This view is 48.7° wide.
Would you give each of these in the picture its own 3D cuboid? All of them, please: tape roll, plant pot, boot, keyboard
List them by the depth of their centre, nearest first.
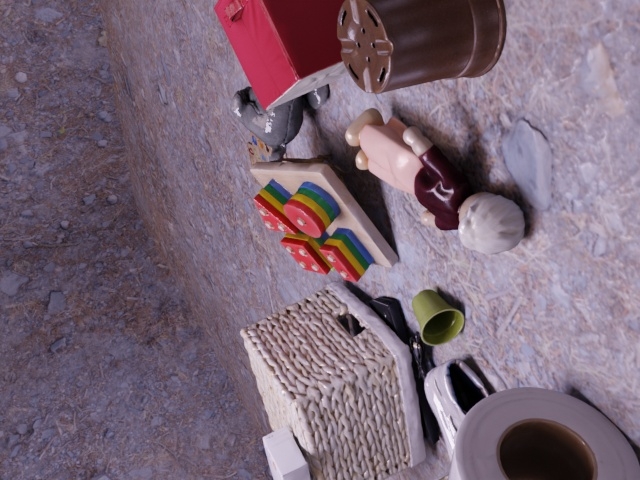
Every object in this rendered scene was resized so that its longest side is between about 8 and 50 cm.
[{"bbox_3d":[0.122,-0.272,0.920,0.167,0.165,0.167,49,152,37],"label":"plant pot"},{"bbox_3d":[0.301,0.353,0.990,0.246,0.246,0.169,47,150,41],"label":"tape roll"},{"bbox_3d":[0.268,0.335,1.244,0.258,0.095,0.123,62,164,17],"label":"boot"},{"bbox_3d":[0.199,0.129,1.250,0.079,0.083,0.083,-120,20,-49],"label":"plant pot"},{"bbox_3d":[0.189,0.270,1.458,0.317,0.033,0.201,71,164,-10],"label":"keyboard"}]

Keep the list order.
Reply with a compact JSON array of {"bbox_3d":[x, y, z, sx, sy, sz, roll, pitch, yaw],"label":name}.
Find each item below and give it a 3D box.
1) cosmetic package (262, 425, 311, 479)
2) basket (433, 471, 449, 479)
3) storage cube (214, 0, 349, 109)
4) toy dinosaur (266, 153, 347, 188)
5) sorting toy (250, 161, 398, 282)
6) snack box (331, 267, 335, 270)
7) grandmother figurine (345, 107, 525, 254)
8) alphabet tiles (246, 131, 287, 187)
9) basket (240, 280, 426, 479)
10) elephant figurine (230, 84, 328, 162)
[{"bbox_3d":[-0.060,0.490,1.439,0.099,0.060,0.239,50,156,43],"label":"cosmetic package"},{"bbox_3d":[0.279,0.553,1.406,0.167,0.113,0.103,61,155,16],"label":"basket"},{"bbox_3d":[-0.034,-0.352,1.152,0.193,0.215,0.183,63,158,-5],"label":"storage cube"},{"bbox_3d":[-0.013,-0.152,1.427,0.183,0.092,0.053,21,104,22],"label":"toy dinosaur"},{"bbox_3d":[-0.016,-0.031,1.391,0.257,0.089,0.255,10,145,55],"label":"sorting toy"},{"bbox_3d":[0.000,0.000,1.629,0.141,0.037,0.100,32,140,56],"label":"snack box"},{"bbox_3d":[0.172,-0.091,1.080,0.342,0.104,0.208,43,175,41],"label":"grandmother figurine"},{"bbox_3d":[-0.126,-0.170,1.802,0.237,0.009,0.198,34,141,55],"label":"alphabet tiles"},{"bbox_3d":[0.027,0.328,1.533,0.328,0.266,0.331,42,151,55],"label":"basket"},{"bbox_3d":[-0.071,-0.310,1.372,0.186,0.169,0.239,38,139,-2],"label":"elephant figurine"}]
